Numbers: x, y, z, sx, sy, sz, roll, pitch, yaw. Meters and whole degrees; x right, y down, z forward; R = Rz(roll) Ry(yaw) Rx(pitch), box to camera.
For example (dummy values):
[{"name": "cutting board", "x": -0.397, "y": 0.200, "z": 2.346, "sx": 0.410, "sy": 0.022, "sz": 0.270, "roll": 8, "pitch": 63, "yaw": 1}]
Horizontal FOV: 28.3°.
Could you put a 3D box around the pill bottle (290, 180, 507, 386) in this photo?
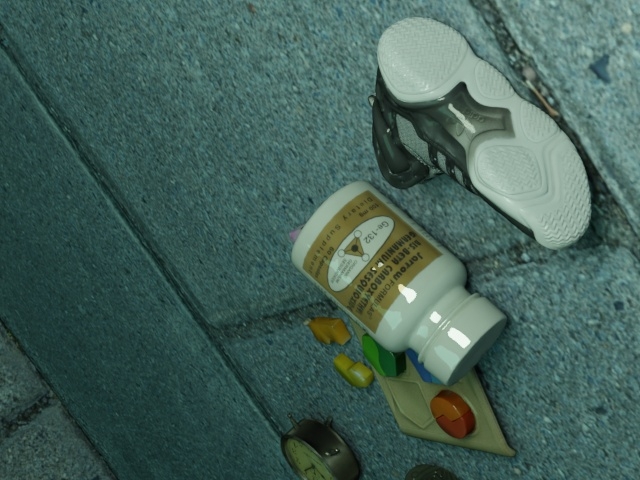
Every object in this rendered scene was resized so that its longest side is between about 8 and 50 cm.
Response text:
[{"name": "pill bottle", "x": 0.089, "y": 0.050, "z": 1.416, "sx": 0.229, "sy": 0.131, "sz": 0.131, "roll": 42, "pitch": 151, "yaw": 18}]

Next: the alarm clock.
[{"name": "alarm clock", "x": 0.003, "y": 0.348, "z": 1.969, "sx": 0.129, "sy": 0.064, "sz": 0.192, "roll": 32, "pitch": 144, "yaw": 32}]

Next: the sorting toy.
[{"name": "sorting toy", "x": 0.100, "y": 0.179, "z": 1.648, "sx": 0.307, "sy": 0.041, "sz": 0.229, "roll": 0, "pitch": 123, "yaw": 56}]

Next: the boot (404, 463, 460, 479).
[{"name": "boot", "x": 0.197, "y": 0.424, "z": 1.779, "sx": 0.189, "sy": 0.076, "sz": 0.208, "roll": 37, "pitch": 156, "yaw": 30}]

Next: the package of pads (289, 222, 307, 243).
[{"name": "package of pads", "x": 0.000, "y": 0.000, "z": 1.596, "sx": 0.050, "sy": 0.032, "sz": 0.083, "roll": 58, "pitch": 152, "yaw": -9}]

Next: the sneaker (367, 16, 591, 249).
[{"name": "sneaker", "x": 0.143, "y": -0.080, "z": 1.223, "sx": 0.269, "sy": 0.101, "sz": 0.153, "roll": 50, "pitch": 153, "yaw": 15}]
